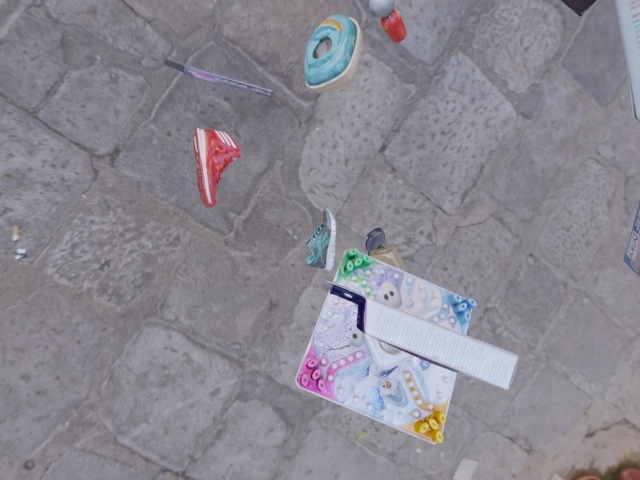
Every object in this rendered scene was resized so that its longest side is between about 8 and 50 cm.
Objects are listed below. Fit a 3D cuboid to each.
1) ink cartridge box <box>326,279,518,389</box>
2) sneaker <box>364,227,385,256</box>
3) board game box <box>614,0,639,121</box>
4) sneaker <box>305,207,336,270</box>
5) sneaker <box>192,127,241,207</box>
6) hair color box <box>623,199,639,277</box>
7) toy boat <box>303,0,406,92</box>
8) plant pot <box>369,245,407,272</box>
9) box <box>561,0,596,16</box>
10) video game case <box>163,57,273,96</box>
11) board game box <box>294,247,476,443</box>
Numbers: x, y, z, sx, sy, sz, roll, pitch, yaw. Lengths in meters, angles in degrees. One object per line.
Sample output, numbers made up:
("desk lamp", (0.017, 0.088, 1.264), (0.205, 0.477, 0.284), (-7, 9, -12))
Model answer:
("ink cartridge box", (0.157, 0.180, 0.815), (0.330, 0.324, 0.071), (20, 81, 7))
("sneaker", (0.212, 0.043, 1.463), (0.083, 0.098, 0.224), (-31, 151, -11))
("board game box", (0.265, -0.240, 0.195), (0.097, 0.224, 0.303), (-30, 106, -33))
("sneaker", (0.000, 0.000, 1.046), (0.076, 0.065, 0.166), (2, 107, -5))
("sneaker", (-0.275, -0.203, 1.148), (0.128, 0.087, 0.221), (-7, 90, -25))
("hair color box", (0.696, -0.023, 0.638), (0.347, 0.105, 0.174), (-5, 119, 8))
("toy boat", (0.079, -0.578, 1.178), (0.148, 0.318, 0.267), (35, 50, -47))
("plant pot", (0.200, 0.077, 1.279), (0.109, 0.109, 0.096), (-13, 102, 19))
("box", (0.511, -0.576, 0.860), (0.184, 0.103, 0.261), (40, 41, 3))
("video game case", (-0.306, -0.490, 1.251), (0.274, 0.196, 0.026), (3, 114, -38))
("board game box", (0.184, 0.255, 1.067), (0.390, 0.050, 0.390), (24, 68, -2))
